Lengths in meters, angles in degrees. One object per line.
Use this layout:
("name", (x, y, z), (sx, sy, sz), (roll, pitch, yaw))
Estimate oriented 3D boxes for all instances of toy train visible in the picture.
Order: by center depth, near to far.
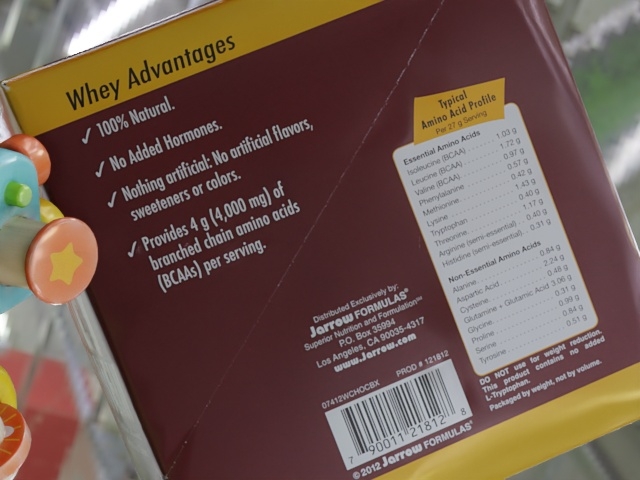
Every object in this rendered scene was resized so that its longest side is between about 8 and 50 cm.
("toy train", (-0.119, 0.035, 0.591), (0.046, 0.125, 0.166), (13, -102, 26))

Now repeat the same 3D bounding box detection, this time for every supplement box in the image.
("supplement box", (0.000, 0.000, 0.740), (0.129, 0.191, 0.194), (-174, -118, -78))
